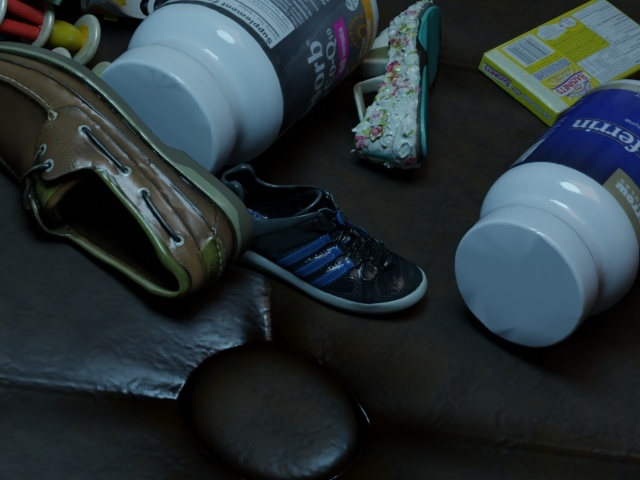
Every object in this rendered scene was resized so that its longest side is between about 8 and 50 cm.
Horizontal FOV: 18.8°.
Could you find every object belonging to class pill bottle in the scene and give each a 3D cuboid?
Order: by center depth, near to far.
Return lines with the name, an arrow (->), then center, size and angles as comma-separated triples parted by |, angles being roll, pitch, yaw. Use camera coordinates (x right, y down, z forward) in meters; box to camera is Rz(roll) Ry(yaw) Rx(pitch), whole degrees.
pill bottle -> 0.235, -0.024, 1.726 | 0.153, 0.153, 0.265 | 33, 44, 14
pill bottle -> -0.077, -0.164, 1.752 | 0.162, 0.162, 0.278 | 31, 43, 13

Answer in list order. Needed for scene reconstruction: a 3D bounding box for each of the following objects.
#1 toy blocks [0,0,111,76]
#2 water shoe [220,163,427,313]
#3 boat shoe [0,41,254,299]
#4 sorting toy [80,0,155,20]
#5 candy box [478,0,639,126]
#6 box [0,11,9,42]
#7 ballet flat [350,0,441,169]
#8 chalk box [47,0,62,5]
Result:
toy blocks -> -0.265, -0.176, 1.738 | 0.148, 0.054, 0.123 | 16, 36, -36
water shoe -> 0.000, 0.000, 1.665 | 0.203, 0.080, 0.073 | 19, 42, -1
boat shoe -> -0.204, -0.062, 1.632 | 0.307, 0.110, 0.104 | 32, 42, 14
sorting toy -> -0.193, -0.236, 1.877 | 0.075, 0.045, 0.083 | 13, 41, -18
candy box -> 0.267, -0.188, 2.006 | 0.206, 0.027, 0.105 | -28, 62, -39
box -> -0.341, -0.238, 1.830 | 0.094, 0.027, 0.137 | 10, 42, -14
ballet flat -> 0.071, -0.157, 1.864 | 0.077, 0.091, 0.241 | -2, 37, 10
chalk box -> -0.267, -0.304, 1.781 | 0.213, 0.132, 0.132 | 23, 11, -10
